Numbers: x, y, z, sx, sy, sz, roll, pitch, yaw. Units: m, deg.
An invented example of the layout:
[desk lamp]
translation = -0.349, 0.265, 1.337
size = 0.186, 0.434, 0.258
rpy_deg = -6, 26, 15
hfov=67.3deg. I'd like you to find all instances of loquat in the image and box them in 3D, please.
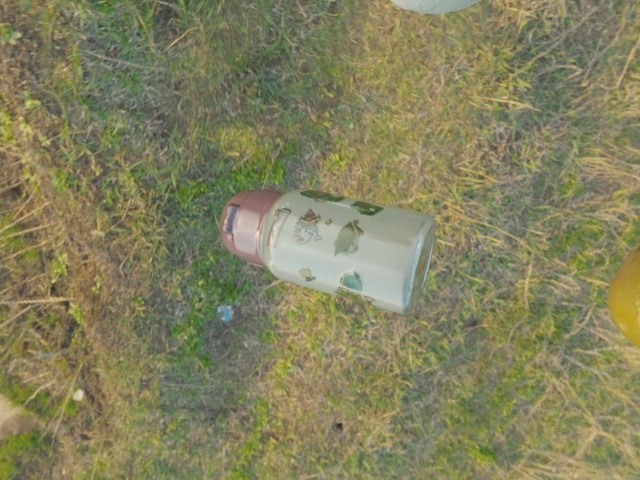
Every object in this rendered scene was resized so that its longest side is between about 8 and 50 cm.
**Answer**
[loquat]
translation = 0.603, 0.099, 0.812
size = 0.208, 0.208, 0.208
rpy_deg = -5, 119, -9

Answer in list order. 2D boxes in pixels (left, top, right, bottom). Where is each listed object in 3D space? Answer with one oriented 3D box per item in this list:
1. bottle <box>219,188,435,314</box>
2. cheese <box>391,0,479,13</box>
[bottle]
translation = 0.000, 0.000, 0.572
size = 0.253, 0.120, 0.120
rpy_deg = 15, 120, 21
[cheese]
translation = 0.203, -0.415, 0.666
size = 0.154, 0.198, 0.189
rpy_deg = 34, 64, -35
